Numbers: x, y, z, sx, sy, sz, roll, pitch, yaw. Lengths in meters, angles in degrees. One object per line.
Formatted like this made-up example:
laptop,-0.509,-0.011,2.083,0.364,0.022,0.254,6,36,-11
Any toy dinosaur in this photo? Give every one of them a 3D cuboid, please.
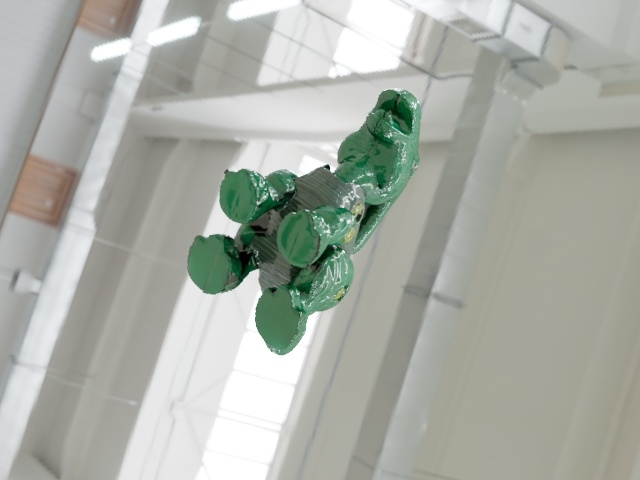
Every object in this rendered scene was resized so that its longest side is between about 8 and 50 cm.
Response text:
toy dinosaur,0.000,0.000,0.402,0.059,0.096,0.132,37,-54,23
